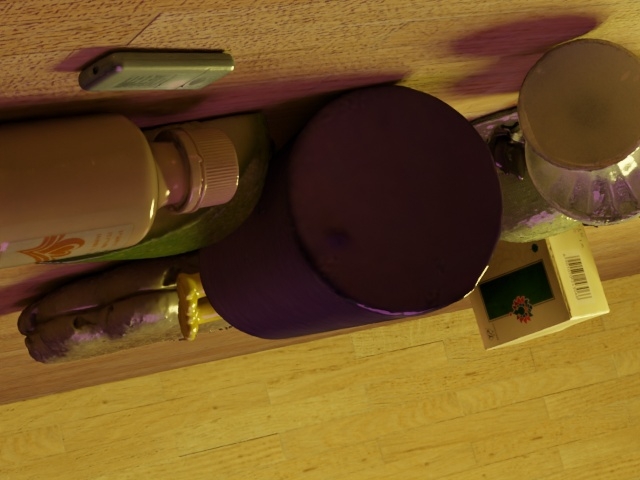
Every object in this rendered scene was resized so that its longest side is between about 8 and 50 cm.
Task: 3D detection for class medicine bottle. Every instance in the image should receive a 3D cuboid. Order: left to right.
[{"bbox_3d":[-0.188,-0.046,1.313,0.252,0.114,0.114,-11,170,-32],"label":"medicine bottle"}]

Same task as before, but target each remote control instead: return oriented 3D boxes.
[{"bbox_3d":[-0.122,-0.127,1.226,0.124,0.018,0.053,-6,167,-45],"label":"remote control"}]

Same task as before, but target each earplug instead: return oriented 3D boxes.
[{"bbox_3d":[0.000,0.000,1.667,0.215,0.215,0.456,-12,174,-21],"label":"earplug"}]

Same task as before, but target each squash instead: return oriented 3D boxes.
[{"bbox_3d":[-0.191,-0.037,1.393,0.203,0.111,0.288,-22,168,30],"label":"squash"}]

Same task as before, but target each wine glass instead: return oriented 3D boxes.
[{"bbox_3d":[0.268,-0.111,1.584,0.164,0.165,0.196,-17,163,12],"label":"wine glass"}]

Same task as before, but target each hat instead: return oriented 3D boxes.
[{"bbox_3d":[0.243,-0.068,1.851,0.257,0.130,0.257,-15,171,-3],"label":"hat"}]

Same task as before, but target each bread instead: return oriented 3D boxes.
[{"bbox_3d":[-0.252,0.085,2.098,0.337,0.102,0.183,-16,169,19],"label":"bread"}]

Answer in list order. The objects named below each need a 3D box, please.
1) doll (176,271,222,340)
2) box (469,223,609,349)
[{"bbox_3d":[-0.005,0.032,2.011,0.363,0.145,0.199,-16,148,-17],"label":"doll"},{"bbox_3d":[0.279,0.026,2.237,0.095,0.212,0.168,-8,168,-43],"label":"box"}]
